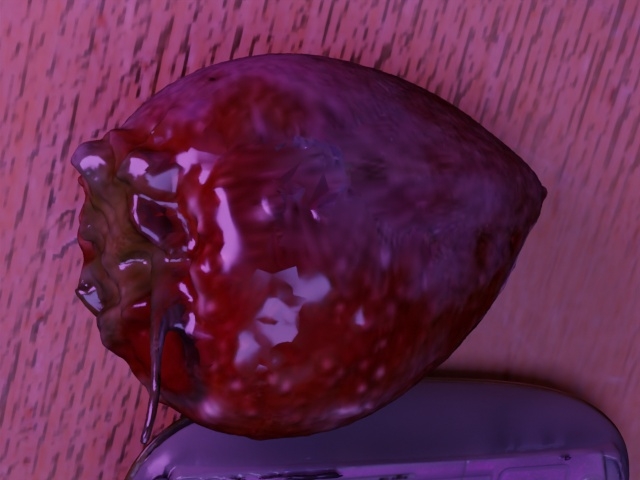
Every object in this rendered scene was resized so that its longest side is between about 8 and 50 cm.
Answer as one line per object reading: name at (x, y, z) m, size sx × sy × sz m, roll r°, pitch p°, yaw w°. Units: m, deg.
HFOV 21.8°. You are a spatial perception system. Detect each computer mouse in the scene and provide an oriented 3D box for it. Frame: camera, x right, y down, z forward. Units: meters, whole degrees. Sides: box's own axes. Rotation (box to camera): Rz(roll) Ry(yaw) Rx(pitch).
computer mouse at (0.030, 0.160, 0.968) m, size 0.310 × 0.072 × 0.158 m, roll -2°, pitch 117°, yaw -16°

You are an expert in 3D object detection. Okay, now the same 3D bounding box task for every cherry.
cherry at (0.000, 0.000, 0.843) m, size 0.250 × 0.192 × 0.175 m, roll -14°, pitch 152°, yaw -14°
